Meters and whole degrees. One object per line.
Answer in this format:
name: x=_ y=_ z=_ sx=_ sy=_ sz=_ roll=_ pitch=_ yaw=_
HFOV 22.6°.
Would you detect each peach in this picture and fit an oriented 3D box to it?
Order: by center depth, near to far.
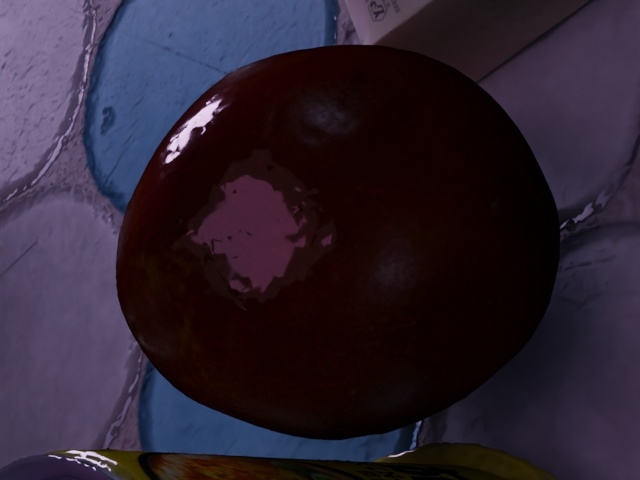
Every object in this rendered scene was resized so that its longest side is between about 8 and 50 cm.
peach: x=0.000 y=0.000 z=0.836 sx=0.243 sy=0.243 sz=0.199 roll=-1 pitch=98 yaw=38

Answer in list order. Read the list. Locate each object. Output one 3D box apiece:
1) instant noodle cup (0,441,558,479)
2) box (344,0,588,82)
instant noodle cup: x=-0.035 y=0.237 z=0.736 sx=0.325 sy=0.254 sz=0.326 roll=-19 pitch=63 yaw=44
box: x=0.079 y=-0.218 z=0.944 sx=0.168 sy=0.095 sz=0.212 roll=-37 pitch=55 yaw=26
